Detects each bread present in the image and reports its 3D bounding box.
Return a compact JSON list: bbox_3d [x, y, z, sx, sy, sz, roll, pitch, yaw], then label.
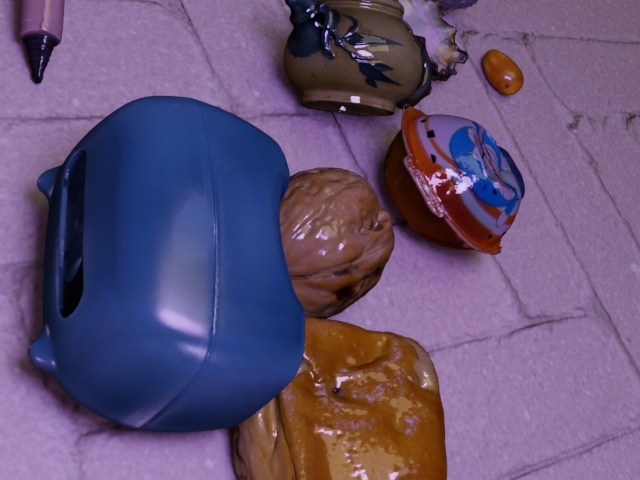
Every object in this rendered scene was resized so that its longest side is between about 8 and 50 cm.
[{"bbox_3d":[0.024,0.183,0.958,0.210,0.099,0.235,10,53,-20],"label":"bread"}]

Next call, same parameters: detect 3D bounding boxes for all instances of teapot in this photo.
[{"bbox_3d":[0.053,-0.251,1.255,0.269,0.173,0.183,5,91,-45],"label":"teapot"}]

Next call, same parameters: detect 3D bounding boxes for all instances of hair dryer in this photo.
[{"bbox_3d":[-0.305,-0.331,1.094,0.106,0.189,0.344,7,77,-26],"label":"hair dryer"}]

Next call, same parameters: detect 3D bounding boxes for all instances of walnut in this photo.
[{"bbox_3d":[0.000,0.000,1.065,0.184,0.155,0.155,-30,80,-46],"label":"walnut"}]

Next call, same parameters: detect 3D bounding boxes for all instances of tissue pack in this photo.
[{"bbox_3d":[-0.141,0.017,0.900,0.206,0.198,0.287,14,54,-32],"label":"tissue pack"}]

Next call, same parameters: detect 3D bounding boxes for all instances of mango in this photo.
[{"bbox_3d":[0.280,-0.263,1.557,0.060,0.046,0.089,10,41,-36],"label":"mango"}]

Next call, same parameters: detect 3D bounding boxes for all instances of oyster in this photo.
[{"bbox_3d":[0.099,-0.303,1.416,0.259,0.092,0.198,-13,68,-54],"label":"oyster"}]

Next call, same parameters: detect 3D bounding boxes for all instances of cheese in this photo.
[{"bbox_3d":[0.182,-0.080,1.283,0.217,0.129,0.329,62,26,8],"label":"cheese"}]

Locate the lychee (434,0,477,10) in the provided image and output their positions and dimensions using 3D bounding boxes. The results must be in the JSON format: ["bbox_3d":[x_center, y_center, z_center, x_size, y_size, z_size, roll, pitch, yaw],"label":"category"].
[{"bbox_3d":[0.206,-0.431,1.532,0.197,0.165,0.165,9,53,-14],"label":"lychee"}]
